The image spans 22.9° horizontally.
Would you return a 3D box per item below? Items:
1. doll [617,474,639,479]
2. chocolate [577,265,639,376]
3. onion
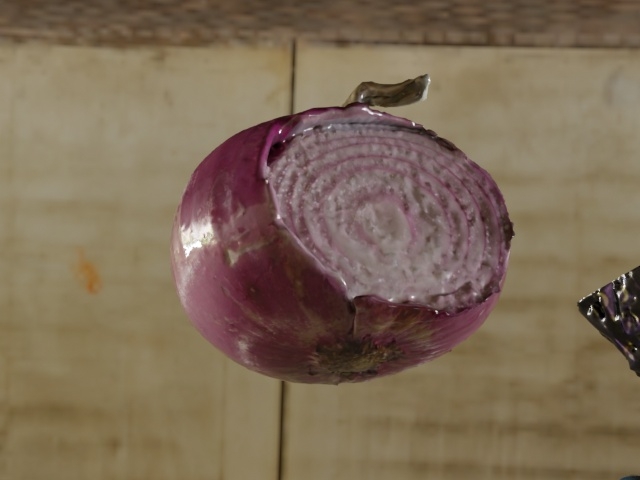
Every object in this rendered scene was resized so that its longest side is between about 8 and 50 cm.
[{"bbox_3d":[0.198,0.192,1.003,0.050,0.083,0.076,4,155,-15],"label":"doll"},{"bbox_3d":[0.159,0.076,0.636,0.072,0.147,0.070,-18,172,-9],"label":"chocolate"},{"bbox_3d":[0.004,0.013,1.009,0.200,0.201,0.207,1,-163,43],"label":"onion"}]
